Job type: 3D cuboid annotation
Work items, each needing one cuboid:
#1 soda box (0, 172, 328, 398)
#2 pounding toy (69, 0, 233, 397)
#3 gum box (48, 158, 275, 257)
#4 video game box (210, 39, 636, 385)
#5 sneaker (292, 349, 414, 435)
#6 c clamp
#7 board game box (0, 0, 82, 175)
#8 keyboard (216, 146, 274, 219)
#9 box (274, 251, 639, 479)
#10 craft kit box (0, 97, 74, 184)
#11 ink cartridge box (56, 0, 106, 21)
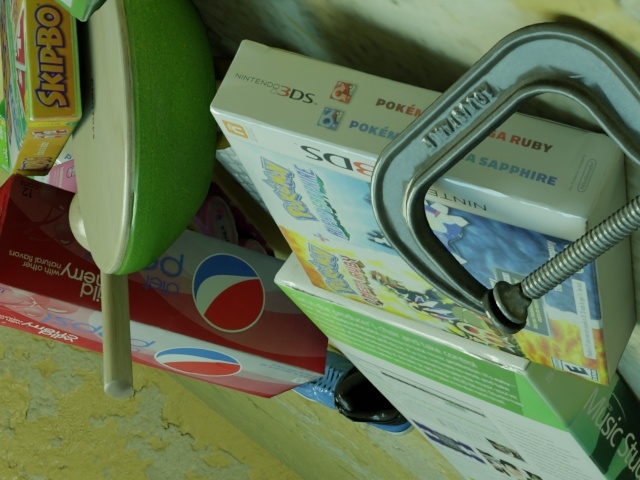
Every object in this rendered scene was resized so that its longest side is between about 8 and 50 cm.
[{"bbox_3d":[-0.124,0.040,0.963,0.263,0.084,0.092,18,154,-26],"label":"soda box"},{"bbox_3d":[-0.076,-0.054,0.749,0.183,0.110,0.237,-114,27,-47],"label":"pounding toy"},{"bbox_3d":[-0.121,0.002,1.051,0.107,0.062,0.188,-18,139,19],"label":"gum box"},{"bbox_3d":[0.060,-0.008,0.660,0.187,0.048,0.205,20,161,24],"label":"video game box"},{"bbox_3d":[0.020,0.137,1.264,0.152,0.058,0.084,27,169,21],"label":"sneaker"},{"bbox_3d":[0.096,-0.012,0.522,0.160,0.022,0.137,-34,97,41],"label":"c clamp"},{"bbox_3d":[-0.181,-0.115,0.833,0.039,0.124,0.259,-3,176,-14],"label":"board game box"},{"bbox_3d":[0.000,0.000,0.966,0.072,0.014,0.256,21,160,48],"label":"keyboard"},{"bbox_3d":[0.136,0.122,0.935,0.232,0.058,0.322,18,159,46],"label":"box"},{"bbox_3d":[-0.197,-0.037,1.251,0.246,0.061,0.250,36,166,-6],"label":"craft kit box"},{"bbox_3d":[-0.129,-0.189,0.462,0.209,0.109,0.062,39,166,-7],"label":"ink cartridge box"}]
